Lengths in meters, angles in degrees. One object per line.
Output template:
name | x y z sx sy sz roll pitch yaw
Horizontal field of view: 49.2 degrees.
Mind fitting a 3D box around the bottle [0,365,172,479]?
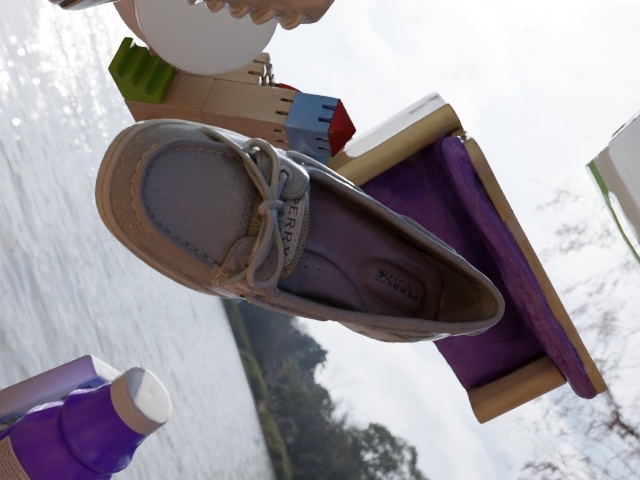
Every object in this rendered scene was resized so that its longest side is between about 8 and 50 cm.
bottle | -0.279 0.231 0.726 0.118 0.282 0.092 53 14 -1

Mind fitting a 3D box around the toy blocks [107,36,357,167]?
toy blocks | -0.067 -0.102 0.887 0.381 0.260 0.191 78 27 -60

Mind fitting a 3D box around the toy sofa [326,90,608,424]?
toy sofa | 0.156 0.035 0.766 0.363 0.150 0.177 56 13 -22

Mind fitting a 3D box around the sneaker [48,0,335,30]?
sneaker | -0.033 -0.157 0.382 0.094 0.257 0.091 -76 150 -56

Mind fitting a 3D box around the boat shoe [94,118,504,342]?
boat shoe | 0.000 0.003 0.501 0.103 0.320 0.118 -3 -115 52

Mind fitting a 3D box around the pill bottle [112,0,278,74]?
pill bottle | -0.134 -0.285 0.701 0.302 0.169 0.169 -115 -168 -49

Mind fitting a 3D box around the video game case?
video game case | -0.410 0.268 0.973 0.300 0.328 0.036 75 -8 -66

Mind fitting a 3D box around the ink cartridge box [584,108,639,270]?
ink cartridge box | 0.369 -0.040 0.693 0.189 0.097 0.255 64 6 8
